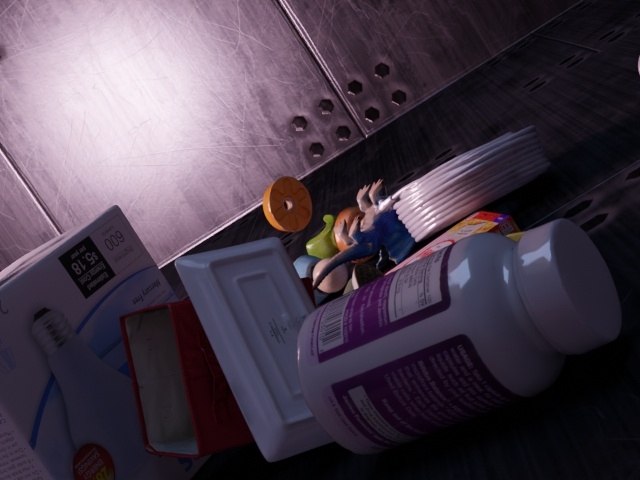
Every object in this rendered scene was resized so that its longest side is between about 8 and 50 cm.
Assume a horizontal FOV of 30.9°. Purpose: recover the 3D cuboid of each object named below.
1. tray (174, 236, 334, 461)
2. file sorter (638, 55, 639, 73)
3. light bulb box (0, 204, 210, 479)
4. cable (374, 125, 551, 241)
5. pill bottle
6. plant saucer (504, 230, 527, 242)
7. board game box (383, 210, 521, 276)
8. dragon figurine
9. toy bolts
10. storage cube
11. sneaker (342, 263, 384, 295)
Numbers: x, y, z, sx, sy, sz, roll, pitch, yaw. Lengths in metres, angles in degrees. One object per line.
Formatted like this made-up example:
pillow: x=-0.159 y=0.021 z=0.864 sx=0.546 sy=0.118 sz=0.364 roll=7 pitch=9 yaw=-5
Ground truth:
tray: x=-0.051 y=0.111 z=1.325 sx=0.145 sy=0.270 sz=0.030 roll=-12 pitch=-28 yaw=-31
file sorter: x=0.531 y=-0.201 z=1.312 sx=0.193 sy=0.173 sz=0.278 roll=-37 pitch=11 yaw=-17
light bulb box: x=-0.340 y=0.208 z=1.550 sx=0.225 sy=0.361 sz=0.358 roll=-24 pitch=13 yaw=36
cable: x=0.239 y=-0.090 z=1.836 sx=0.257 sy=0.089 sz=0.257 roll=-26 pitch=-3 yaw=-32
pill bottle: x=0.136 y=0.093 z=1.155 sx=0.301 sy=0.169 sz=0.169 roll=-27 pitch=12 yaw=32
plant saucer: x=0.210 y=0.056 z=1.429 sx=0.188 sy=0.045 sz=0.188 roll=-36 pitch=6 yaw=-14
board game box: x=0.183 y=0.031 z=1.669 sx=0.193 sy=0.045 sz=0.147 roll=-34 pitch=9 yaw=-7
dragon figurine: x=0.106 y=-0.002 z=1.939 sx=0.085 sy=0.144 sz=0.289 roll=-24 pitch=29 yaw=57
toy bolts: x=0.000 y=0.000 z=2.027 sx=0.158 sy=0.218 sz=0.228 roll=-14 pitch=39 yaw=47
storage cube: x=-0.115 y=0.157 z=1.440 sx=0.193 sy=0.183 sz=0.215 roll=-10 pitch=-3 yaw=-30
sneaker: x=0.055 y=0.120 z=1.623 sx=0.192 sy=0.064 sz=0.086 roll=-85 pitch=15 yaw=-56
